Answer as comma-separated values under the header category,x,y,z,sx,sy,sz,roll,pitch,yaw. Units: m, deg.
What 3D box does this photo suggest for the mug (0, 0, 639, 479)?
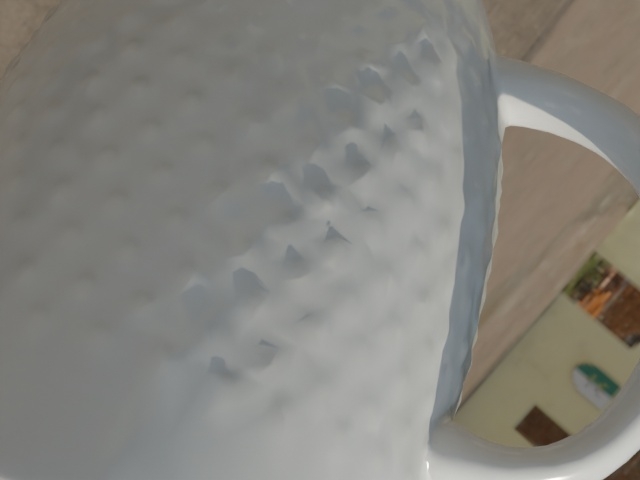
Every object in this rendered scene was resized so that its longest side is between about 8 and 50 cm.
category,x,y,z,sx,sy,sz,roll,pitch,yaw
mug,0.000,0.000,0.520,0.276,0.374,0.328,60,47,-63
